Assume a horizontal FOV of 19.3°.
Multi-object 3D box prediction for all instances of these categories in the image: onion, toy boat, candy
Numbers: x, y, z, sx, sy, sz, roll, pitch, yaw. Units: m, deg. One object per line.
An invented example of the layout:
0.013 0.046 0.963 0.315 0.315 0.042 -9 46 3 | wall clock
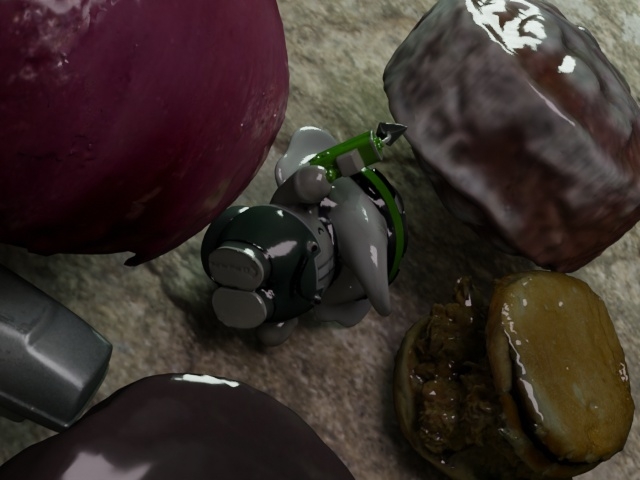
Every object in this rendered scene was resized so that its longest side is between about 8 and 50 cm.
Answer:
-0.186 -0.162 1.064 0.358 0.358 0.345 -5 106 -41 | onion
-0.244 0.028 1.077 0.260 0.085 0.078 30 44 -1 | toy boat
0.145 -0.082 1.361 0.214 0.157 0.289 43 16 -2 | candy

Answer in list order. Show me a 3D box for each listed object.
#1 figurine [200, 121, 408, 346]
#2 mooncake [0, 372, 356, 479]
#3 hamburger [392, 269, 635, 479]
0.000 0.000 1.259 0.192 0.126 0.147 -32 117 -53 | figurine
-0.084 0.197 1.012 0.245 0.133 0.245 21 54 -31 | mooncake
0.132 0.112 1.272 0.159 0.131 0.185 4 63 -47 | hamburger
